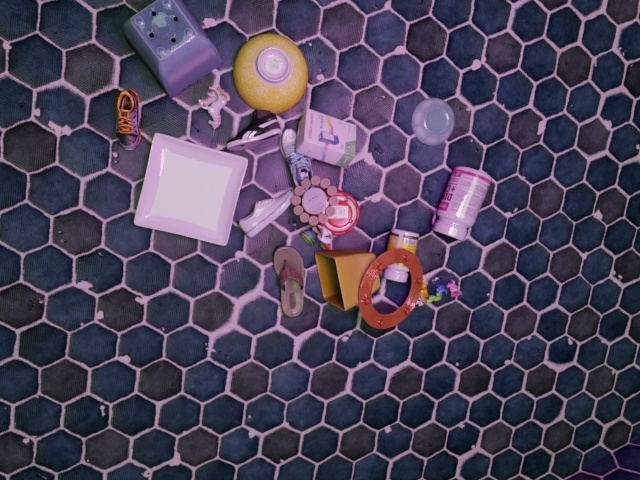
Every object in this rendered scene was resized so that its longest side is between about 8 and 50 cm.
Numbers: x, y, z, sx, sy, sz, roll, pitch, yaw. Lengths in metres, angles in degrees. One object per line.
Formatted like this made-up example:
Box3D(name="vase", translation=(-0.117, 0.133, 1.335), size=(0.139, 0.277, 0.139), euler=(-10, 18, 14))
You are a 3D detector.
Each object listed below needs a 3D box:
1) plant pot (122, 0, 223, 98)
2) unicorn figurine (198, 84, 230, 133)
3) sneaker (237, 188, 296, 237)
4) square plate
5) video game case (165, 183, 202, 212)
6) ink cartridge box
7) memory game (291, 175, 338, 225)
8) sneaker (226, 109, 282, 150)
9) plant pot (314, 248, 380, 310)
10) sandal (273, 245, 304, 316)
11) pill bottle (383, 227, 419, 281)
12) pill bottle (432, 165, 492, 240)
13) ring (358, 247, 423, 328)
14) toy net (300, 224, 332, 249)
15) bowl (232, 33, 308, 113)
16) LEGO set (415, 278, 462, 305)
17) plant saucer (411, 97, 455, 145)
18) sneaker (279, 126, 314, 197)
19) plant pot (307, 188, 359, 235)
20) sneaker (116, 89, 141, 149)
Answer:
Box3D(name="plant pot", translation=(-0.504, -0.674, 1.373), size=(0.248, 0.252, 0.247), euler=(-37, 102, -4))
Box3D(name="unicorn figurine", translation=(-0.394, -0.493, 1.517), size=(0.111, 0.060, 0.162), euler=(39, 90, -13))
Box3D(name="sneaker", translation=(-0.208, -0.122, 1.587), size=(0.258, 0.094, 0.091), euler=(-42, 108, -2))
Box3D(name="square plate", translation=(-0.482, -0.186, 1.538), size=(0.344, 0.049, 0.347), euler=(14, 95, -13))
Box3D(name="video game case", translation=(-0.521, -0.160, 1.565), size=(0.122, 0.011, 0.087), euler=(13, 95, -12))
Box3D(name="ink cartridge box", translation=(0.023, -0.385, 1.551), size=(0.213, 0.093, 0.154), euler=(13, 63, -19))
Box3D(name="memory game", translation=(-0.020, -0.147, 1.507), size=(0.186, 0.012, 0.186), euler=(0, 90, 20))
Box3D(name="sneaker", translation=(-0.263, -0.424, 1.553), size=(0.217, 0.079, 0.121), euler=(-17, 84, -1))
Box3D(name="plant pot", translation=(0.117, 0.134, 1.640), size=(0.187, 0.212, 0.212), euler=(-15, 101, -21))
Box3D(name="sandal", translation=(-0.115, 0.167, 1.650), size=(0.120, 0.086, 0.302), euler=(-10, 100, -9))
Box3D(name="pill bottle", translation=(0.331, 0.061, 1.703), size=(0.119, 0.119, 0.208), euler=(11, 96, -12))
Box3D(name="pill bottle", translation=(0.582, -0.149, 1.700), size=(0.161, 0.160, 0.282), euler=(20, 94, -13))
Box3D(name="ring", translation=(0.290, 0.196, 1.621), size=(0.337, 0.032, 0.336), euler=(-11, 110, -32))
Box3D(name="toy net", translation=(0.000, 0.000, 1.575), size=(0.045, 0.232, 0.122), euler=(-43, 99, -13))
Box3D(name="bowl", translation=(-0.175, -0.620, 1.492), size=(0.290, 0.156, 0.289), euler=(-2, 99, -11))
Box3D(name="LEGO set", translation=(0.478, 0.210, 1.773), size=(0.227, 0.087, 0.093), euler=(-15, 98, -2))
Box3D(name="plant saucer", translation=(0.476, -0.494, 1.695), size=(0.195, 0.037, 0.194), euler=(-2, 99, -11))
Box3D(name="sneaker", translation=(-0.075, -0.300, 1.573), size=(0.110, 0.122, 0.282), euler=(-20, 101, -7))
Box3D(name="plant pot", translation=(0.053, -0.107, 1.601), size=(0.191, 0.174, 0.191), euler=(-2, 101, -10))
Box3D(name="sneaker", translation=(-0.692, -0.432, 1.458), size=(0.084, 0.083, 0.214), euler=(0, 99, -12))
